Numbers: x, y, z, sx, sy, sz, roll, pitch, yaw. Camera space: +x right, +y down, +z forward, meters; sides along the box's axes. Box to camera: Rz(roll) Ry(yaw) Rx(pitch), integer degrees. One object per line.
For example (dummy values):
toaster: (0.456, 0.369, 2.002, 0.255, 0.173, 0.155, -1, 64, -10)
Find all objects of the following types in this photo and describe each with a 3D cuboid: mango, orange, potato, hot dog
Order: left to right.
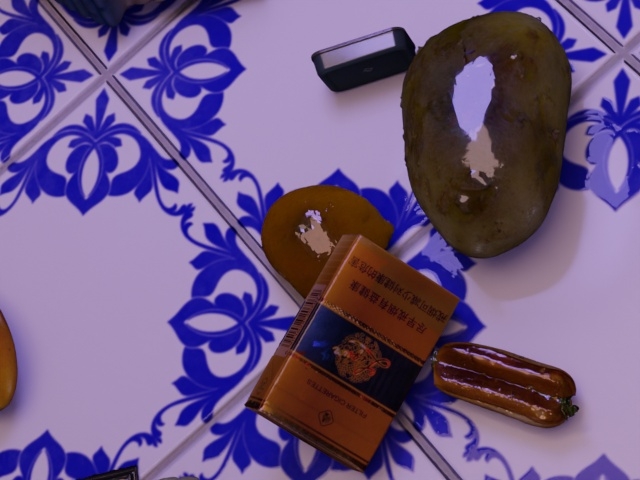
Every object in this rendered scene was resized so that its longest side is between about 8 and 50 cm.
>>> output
mango: (-0.463, 0.139, 1.962, 0.141, 0.102, 0.217, -45, 61, 6)
orange: (0.000, 0.000, 1.857, 0.170, 0.112, 0.160, -16, 66, 25)
potato: (0.194, -0.129, 1.798, 0.210, 0.173, 0.307, -4, 66, 15)
hot dog: (0.213, 0.165, 1.745, 0.188, 0.055, 0.072, 18, 80, 23)

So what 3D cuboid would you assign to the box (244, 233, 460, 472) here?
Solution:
box: (0.038, 0.130, 1.769, 0.152, 0.070, 0.237, 32, 83, -15)

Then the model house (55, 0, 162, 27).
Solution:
model house: (-0.315, -0.568, 2.024, 0.400, 0.395, 0.445, -12, 58, 17)

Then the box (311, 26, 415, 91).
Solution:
box: (0.057, -0.228, 1.929, 0.126, 0.091, 0.031, -16, 73, 12)

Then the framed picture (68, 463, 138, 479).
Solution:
framed picture: (-0.303, 0.388, 1.864, 0.195, 0.010, 0.199, -15, 67, 13)

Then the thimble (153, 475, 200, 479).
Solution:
thimble: (-0.210, 0.361, 1.762, 0.190, 0.137, 0.143, -8, 69, -10)
